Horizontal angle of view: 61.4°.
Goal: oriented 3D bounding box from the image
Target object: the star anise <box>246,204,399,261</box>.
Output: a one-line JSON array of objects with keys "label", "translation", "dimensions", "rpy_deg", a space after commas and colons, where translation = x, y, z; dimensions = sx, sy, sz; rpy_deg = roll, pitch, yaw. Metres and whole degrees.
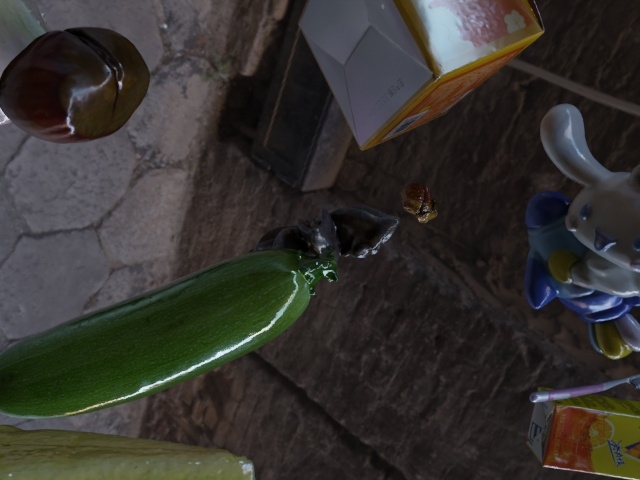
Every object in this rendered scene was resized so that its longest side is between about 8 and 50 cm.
[{"label": "star anise", "translation": [0.013, -0.004, 0.697], "dimensions": [0.197, 0.073, 0.212], "rpy_deg": [-15, 180, -17]}]

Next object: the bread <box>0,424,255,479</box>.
[{"label": "bread", "translation": [-0.192, 0.233, 0.426], "dimensions": [0.163, 0.264, 0.167], "rpy_deg": [169, -76, -74]}]

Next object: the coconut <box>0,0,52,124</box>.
[{"label": "coconut", "translation": [-0.621, -0.351, 0.960], "dimensions": [0.297, 0.297, 0.309], "rpy_deg": [-49, 160, -16]}]

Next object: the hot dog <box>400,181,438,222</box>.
[{"label": "hot dog", "translation": [0.157, -0.065, 0.855], "dimensions": [0.038, 0.062, 0.144], "rpy_deg": [-53, -178, 18]}]

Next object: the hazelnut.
[{"label": "hazelnut", "translation": [-0.390, -0.245, 0.844], "dimensions": [0.212, 0.181, 0.181], "rpy_deg": [-44, 170, -46]}]

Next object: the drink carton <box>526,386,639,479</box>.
[{"label": "drink carton", "translation": [0.661, 0.435, 1.199], "dimensions": [0.111, 0.351, 0.154], "rpy_deg": [-77, 175, -82]}]

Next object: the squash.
[{"label": "squash", "translation": [-0.164, 0.099, 0.562], "dimensions": [0.395, 0.107, 0.107], "rpy_deg": [-22, 155, 4]}]

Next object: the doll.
[{"label": "doll", "translation": [0.453, 0.019, 0.879], "dimensions": [0.187, 0.376, 0.365], "rpy_deg": [-8, 143, -8]}]

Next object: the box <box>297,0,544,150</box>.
[{"label": "box", "translation": [0.137, -0.331, 0.836], "dimensions": [0.214, 0.259, 0.283], "rpy_deg": [-25, 178, -19]}]

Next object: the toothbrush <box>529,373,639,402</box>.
[{"label": "toothbrush", "translation": [0.499, 0.272, 0.986], "dimensions": [0.286, 0.025, 0.020], "rpy_deg": [-1, 123, -22]}]
